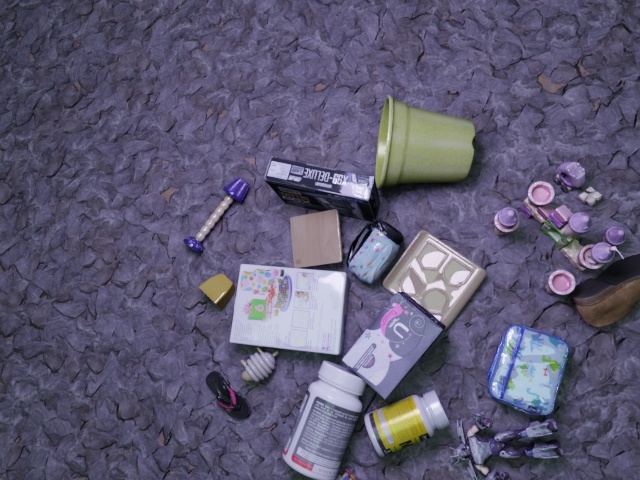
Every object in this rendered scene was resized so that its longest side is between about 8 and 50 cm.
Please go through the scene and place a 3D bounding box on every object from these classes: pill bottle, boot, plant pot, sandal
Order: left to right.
[{"bbox_3d":[-0.315,0.152,1.574,0.081,0.081,0.083,41,77,16],"label":"plant pot"},{"bbox_3d":[-0.285,0.470,1.515,0.179,0.040,0.067,42,88,16],"label":"sandal"},{"bbox_3d":[0.019,0.492,1.390,0.161,0.161,0.283,21,82,14],"label":"pill bottle"},{"bbox_3d":[0.236,0.494,1.369,0.209,0.119,0.119,-25,74,5],"label":"pill bottle"},{"bbox_3d":[0.304,-0.272,1.475,0.254,0.276,0.275,6,79,0],"label":"plant pot"},{"bbox_3d":[0.834,0.128,1.366,0.305,0.112,0.115,-27,104,0],"label":"boot"}]

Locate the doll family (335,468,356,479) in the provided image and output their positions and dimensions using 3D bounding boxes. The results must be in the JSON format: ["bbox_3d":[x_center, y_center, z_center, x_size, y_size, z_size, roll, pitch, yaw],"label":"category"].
[{"bbox_3d":[0.051,0.699,1.295,0.163,0.118,0.263,-39,31,-14],"label":"doll family"}]

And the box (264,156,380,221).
[{"bbox_3d":[0.014,-0.147,1.493,0.308,0.242,0.076,13,80,13],"label":"box"}]

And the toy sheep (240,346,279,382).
[{"bbox_3d":[-0.180,0.370,1.496,0.132,0.091,0.091,-39,73,-6],"label":"toy sheep"}]

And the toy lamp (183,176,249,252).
[{"bbox_3d":[-0.331,-0.087,1.632,0.080,0.080,0.274,38,89,16],"label":"toy lamp"}]

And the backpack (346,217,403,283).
[{"bbox_3d":[0.160,0.036,1.477,0.115,0.152,0.182,39,99,25],"label":"backpack"}]

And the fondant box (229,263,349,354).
[{"bbox_3d":[-0.088,0.206,1.509,0.331,0.096,0.238,4,78,11],"label":"fondant box"}]

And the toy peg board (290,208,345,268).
[{"bbox_3d":[0.000,0.000,1.555,0.161,0.079,0.161,-9,79,25],"label":"toy peg board"}]

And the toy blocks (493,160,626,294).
[{"bbox_3d":[0.665,-0.051,1.337,0.309,0.260,0.288,-37,73,1],"label":"toy blocks"}]

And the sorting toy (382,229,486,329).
[{"bbox_3d":[0.304,0.153,1.479,0.229,0.041,0.307,37,93,17],"label":"sorting toy"}]

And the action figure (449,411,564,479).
[{"bbox_3d":[0.479,0.540,1.327,0.285,0.099,0.185,-16,84,11],"label":"action figure"}]

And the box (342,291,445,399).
[{"bbox_3d":[0.204,0.283,1.392,0.163,0.142,0.247,40,96,16],"label":"box"}]

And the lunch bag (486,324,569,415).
[{"bbox_3d":[0.555,0.348,1.359,0.176,0.090,0.218,20,81,17],"label":"lunch bag"}]
